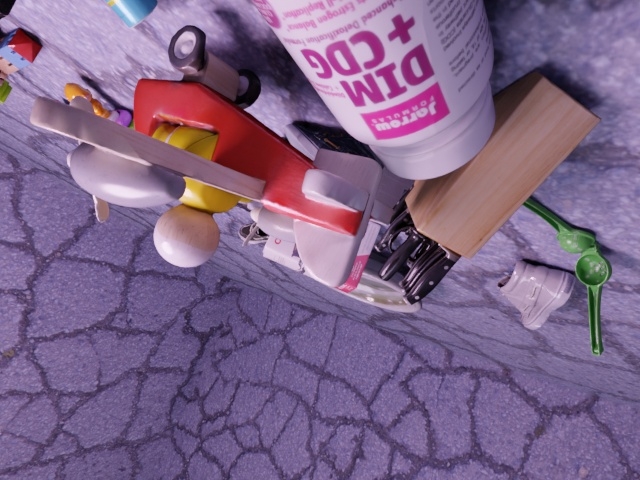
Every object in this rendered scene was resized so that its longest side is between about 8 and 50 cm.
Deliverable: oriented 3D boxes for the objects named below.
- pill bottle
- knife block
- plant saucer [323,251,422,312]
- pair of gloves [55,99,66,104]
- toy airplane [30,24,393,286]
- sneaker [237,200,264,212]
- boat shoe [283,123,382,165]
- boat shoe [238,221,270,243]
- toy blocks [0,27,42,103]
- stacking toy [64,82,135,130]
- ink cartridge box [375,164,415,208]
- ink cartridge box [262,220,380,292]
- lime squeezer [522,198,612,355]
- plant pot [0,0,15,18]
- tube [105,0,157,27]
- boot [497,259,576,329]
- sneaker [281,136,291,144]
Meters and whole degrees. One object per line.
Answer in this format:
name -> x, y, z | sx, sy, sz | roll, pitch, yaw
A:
pill bottle -> 0.057, -0.186, 0.363 | 0.160, 0.160, 0.283 | 10, 160, 38
knife block -> 0.177, -0.038, 0.524 | 0.088, 0.242, 0.276 | 26, 163, -15
plant saucer -> 0.135, 0.107, 1.301 | 0.401, 0.100, 0.400 | 22, 164, 6
pair of gloves -> -0.610, -0.313, 1.112 | 0.159, 0.023, 0.198 | 23, 165, -7
toy airplane -> -0.106, -0.063, 0.539 | 0.386, 0.272, 0.384 | 34, -169, -21
sneaker -> -0.220, -0.138, 0.991 | 0.153, 0.101, 0.268 | 14, 164, 19
boat shoe -> 0.019, -0.155, 0.701 | 0.183, 0.083, 0.065 | 46, 169, 26
boat shoe -> -0.189, -0.034, 1.347 | 0.220, 0.077, 0.070 | 3, 156, 31
toy blocks -> -0.728, -0.407, 0.758 | 0.261, 0.190, 0.381 | -2, 154, 31
stacking toy -> -0.474, -0.241, 0.973 | 0.175, 0.165, 0.301 | 25, 157, 39
ink cartridge box -> 0.119, -0.086, 0.676 | 0.063, 0.115, 0.029 | 26, 163, -10
ink cartridge box -> 0.000, 0.000, 1.011 | 0.237, 0.171, 0.100 | 24, 164, -3
lime squeezer -> 0.423, 0.034, 0.695 | 0.310, 0.110, 0.059 | 59, 173, -11
plant pot -> -0.468, -0.366, 0.491 | 0.167, 0.187, 0.188 | 9, 161, 7
tube -> -0.291, -0.361, 0.492 | 0.080, 0.052, 0.207 | -3, 146, 35
boot -> 0.466, 0.119, 0.939 | 0.124, 0.095, 0.258 | 23, 157, 20
sneaker -> -0.018, -0.143, 0.804 | 0.077, 0.071, 0.178 | -11, 150, 32
